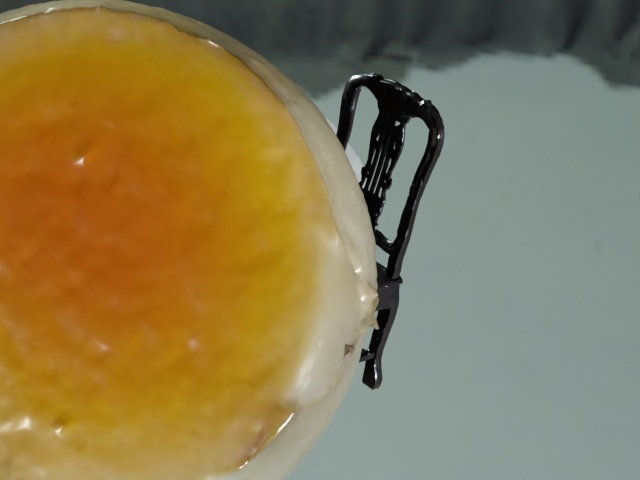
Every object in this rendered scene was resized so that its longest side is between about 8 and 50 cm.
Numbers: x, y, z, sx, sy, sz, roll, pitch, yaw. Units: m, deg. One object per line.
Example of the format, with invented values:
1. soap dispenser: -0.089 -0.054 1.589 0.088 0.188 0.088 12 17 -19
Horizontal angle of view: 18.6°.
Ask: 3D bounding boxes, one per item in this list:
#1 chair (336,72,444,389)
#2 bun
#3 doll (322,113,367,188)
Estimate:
1. chair: 0.000 0.000 1.407 0.113 0.229 0.106 -15 35 -44
2. bun: -0.115 0.023 1.052 0.299 0.165 0.299 0 80 2
3. doll: -0.148 0.031 1.760 0.423 0.348 0.161 -28 68 3
